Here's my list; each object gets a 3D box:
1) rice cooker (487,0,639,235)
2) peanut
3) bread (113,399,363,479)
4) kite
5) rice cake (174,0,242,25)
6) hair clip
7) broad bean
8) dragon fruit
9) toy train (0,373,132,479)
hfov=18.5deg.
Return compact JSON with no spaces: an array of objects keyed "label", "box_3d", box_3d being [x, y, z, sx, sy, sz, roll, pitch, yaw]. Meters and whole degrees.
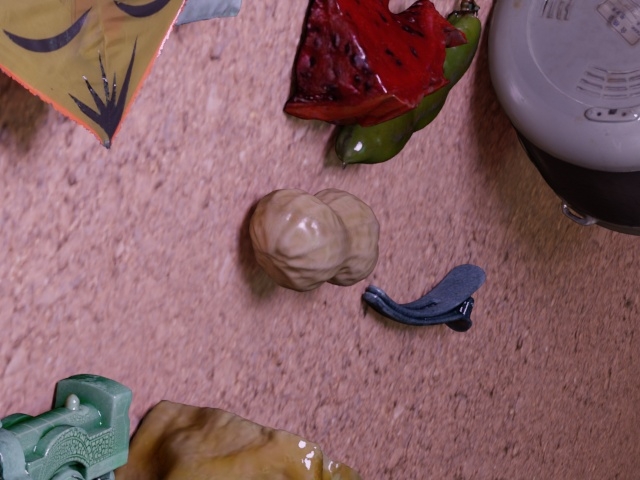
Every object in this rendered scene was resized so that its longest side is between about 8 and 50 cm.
[{"label":"rice cooker","box_3d":[0.315,-0.160,1.876,0.288,0.288,0.277,-66,155,-10]},{"label":"peanut","box_3d":[0.000,0.000,1.562,0.187,0.082,0.082,-3,111,-66]},{"label":"bread","box_3d":[-0.079,0.250,1.438,0.252,0.196,0.238,-62,154,-13]},{"label":"kite","box_3d":[-0.136,-0.204,1.104,0.377,0.013,0.327,-32,127,-46]},{"label":"rice cake","box_3d":[-0.110,-0.185,1.217,0.211,0.038,0.124,-14,120,-60]},{"label":"hair clip","box_3d":[0.096,0.062,1.869,0.229,0.039,0.070,-4,113,-64]},{"label":"broad bean","box_3d":[0.078,-0.125,1.672,0.254,0.046,0.065,-49,142,-43]},{"label":"dragon fruit","box_3d":[0.038,-0.153,1.567,0.092,0.122,0.192,-37,-179,34]},{"label":"toy train","box_3d":[-0.186,0.154,1.282,0.178,0.071,0.104,-16,115,-64]}]
